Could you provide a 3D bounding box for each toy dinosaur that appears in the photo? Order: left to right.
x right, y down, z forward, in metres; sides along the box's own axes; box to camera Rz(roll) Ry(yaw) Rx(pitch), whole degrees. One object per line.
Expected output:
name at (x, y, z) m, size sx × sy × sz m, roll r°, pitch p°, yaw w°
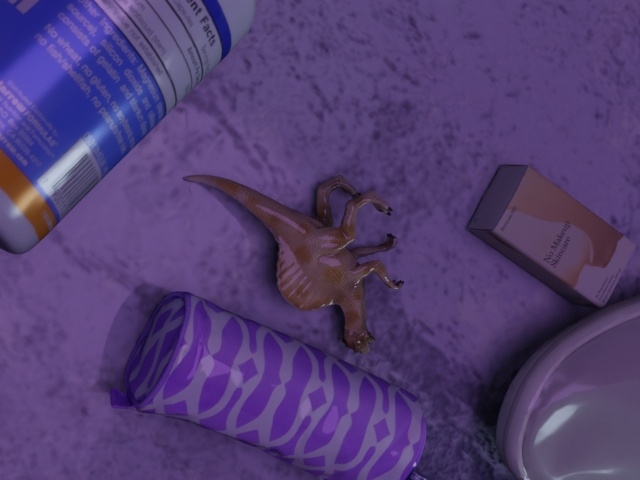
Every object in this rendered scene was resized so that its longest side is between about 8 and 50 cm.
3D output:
toy dinosaur at (0.000, 0.000, 0.856) m, size 0.092 × 0.053 × 0.183 m, roll -45°, pitch 108°, yaw -14°

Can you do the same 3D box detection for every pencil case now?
pencil case at (-0.028, 0.108, 0.836) m, size 0.206 × 0.086 × 0.088 m, roll 28°, pitch 109°, yaw -21°

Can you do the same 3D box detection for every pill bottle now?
pill bottle at (-0.135, -0.136, 0.738) m, size 0.152 × 0.152 × 0.272 m, roll 47°, pitch 74°, yaw -18°

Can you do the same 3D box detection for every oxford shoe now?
oxford shoe at (0.345, 0.127, 0.958) m, size 0.449 × 0.130 × 0.169 m, roll 0°, pitch 111°, yaw -22°

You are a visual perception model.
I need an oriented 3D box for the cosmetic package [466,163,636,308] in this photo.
cosmetic package at (0.172, -0.003, 0.937) m, size 0.115 × 0.041 × 0.060 m, roll 32°, pitch 80°, yaw -21°
